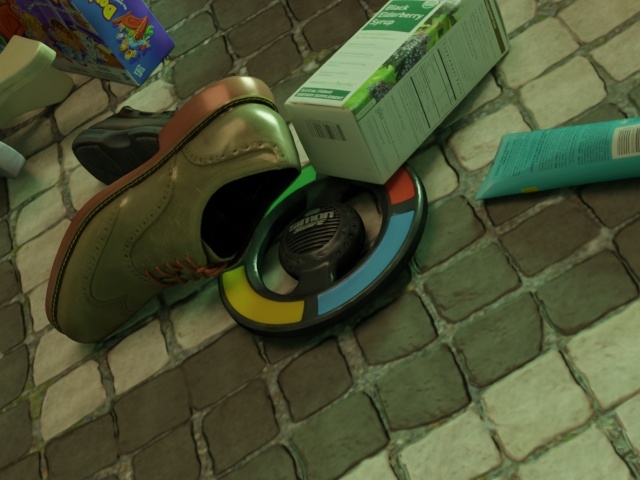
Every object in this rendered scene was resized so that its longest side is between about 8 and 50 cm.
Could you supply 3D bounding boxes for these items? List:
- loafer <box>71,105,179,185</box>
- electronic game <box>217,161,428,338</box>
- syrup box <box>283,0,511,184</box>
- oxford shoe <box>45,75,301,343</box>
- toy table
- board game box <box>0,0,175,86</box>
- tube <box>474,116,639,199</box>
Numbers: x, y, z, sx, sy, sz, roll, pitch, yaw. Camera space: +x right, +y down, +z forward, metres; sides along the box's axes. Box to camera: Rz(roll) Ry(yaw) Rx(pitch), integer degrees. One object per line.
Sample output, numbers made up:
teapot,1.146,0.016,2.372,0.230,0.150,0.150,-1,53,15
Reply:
loafer,-0.159,-0.111,1.687,0.302,0.109,0.095,8,52,46
electronic game,0.000,0.000,1.491,0.229,0.048,0.229,-22,40,20
syrup box,0.081,-0.167,1.527,0.093,0.096,0.237,12,49,42
oxford shoe,-0.152,-0.001,1.512,0.348,0.123,0.130,-49,52,25
toy table,-0.439,-0.191,1.894,0.274,0.252,0.161,22,82,35
board game box,-0.373,-0.326,1.967,0.347,0.233,0.078,16,62,47
tube,0.236,-0.078,1.390,0.207,0.052,0.080,-5,43,41
